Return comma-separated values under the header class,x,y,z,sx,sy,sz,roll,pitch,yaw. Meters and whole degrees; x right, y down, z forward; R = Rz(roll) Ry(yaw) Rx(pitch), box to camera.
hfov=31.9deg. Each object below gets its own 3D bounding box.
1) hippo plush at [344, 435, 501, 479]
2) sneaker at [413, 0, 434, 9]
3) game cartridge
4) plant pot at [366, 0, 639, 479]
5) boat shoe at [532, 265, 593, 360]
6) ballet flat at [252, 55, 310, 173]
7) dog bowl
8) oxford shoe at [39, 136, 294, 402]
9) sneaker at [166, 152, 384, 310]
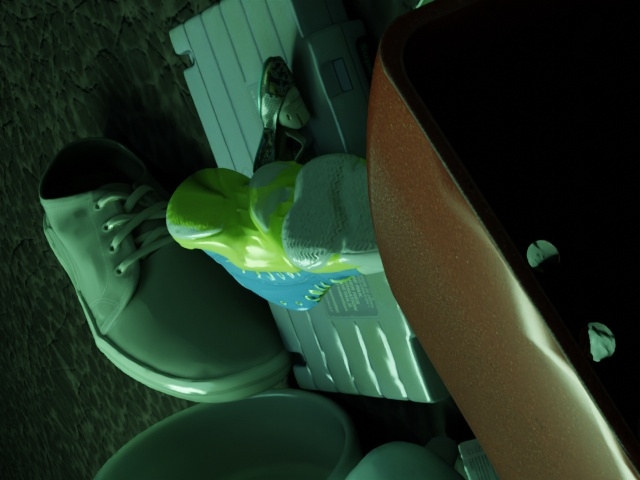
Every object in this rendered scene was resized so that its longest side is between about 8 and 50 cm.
class,x,y,z,sx,sy,sz,roll,pitch,yaw
hippo plush,0.078,0.251,0.837,0.236,0.234,0.294,8,118,56
sneaker,0.092,-0.120,0.725,0.086,0.064,0.192,55,150,33
game cartridge,-0.003,-0.040,0.940,0.230,0.068,0.355,-8,104,56
plant pot,0.172,0.021,0.513,0.267,0.267,0.236,60,161,11
boat shoe,0.146,0.063,0.707,0.060,0.064,0.178,47,-170,-3
ballet flat,-0.027,-0.089,0.856,0.041,0.041,0.114,45,145,32
dog bowl,-0.081,0.252,1.068,0.265,0.264,0.104,15,126,54
oxford shoe,-0.182,0.017,1.173,0.449,0.169,0.130,41,141,45
sneaker,0.000,0.000,0.846,0.240,0.091,0.126,10,154,40
